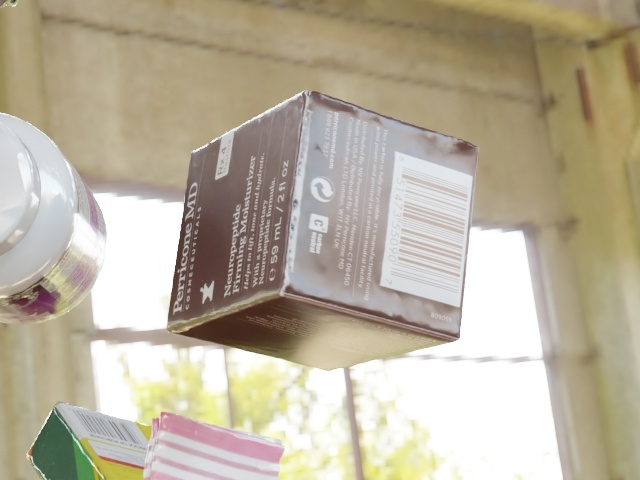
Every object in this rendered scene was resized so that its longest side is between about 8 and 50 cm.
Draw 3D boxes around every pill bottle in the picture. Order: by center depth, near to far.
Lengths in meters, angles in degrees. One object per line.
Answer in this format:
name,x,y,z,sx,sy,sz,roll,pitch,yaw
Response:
pill bottle,-0.295,-0.021,1.526,0.169,0.169,0.301,-7,-10,1

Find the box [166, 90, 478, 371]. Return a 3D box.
box,0.000,0.000,1.370,0.167,0.168,0.203,15,-19,-28

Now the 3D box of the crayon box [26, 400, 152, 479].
crayon box,-0.169,0.313,1.851,0.202,0.318,0.081,22,-76,-40

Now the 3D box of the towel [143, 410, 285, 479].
towel,-0.097,0.258,1.477,0.144,0.197,0.029,20,-22,-39

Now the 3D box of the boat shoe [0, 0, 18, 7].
boat shoe,-0.307,-0.270,1.637,0.068,0.228,0.081,28,13,-23
